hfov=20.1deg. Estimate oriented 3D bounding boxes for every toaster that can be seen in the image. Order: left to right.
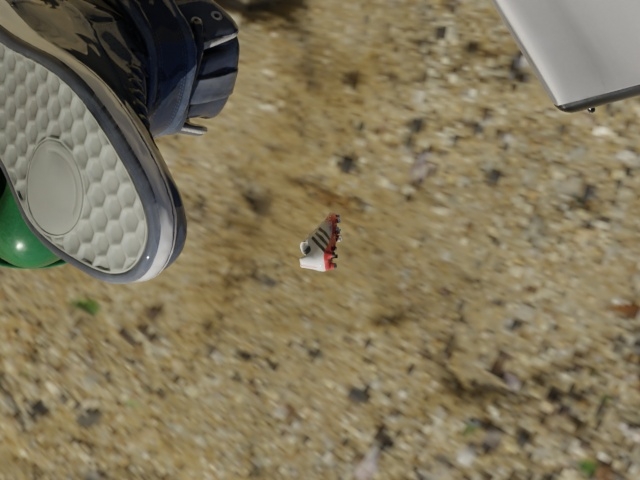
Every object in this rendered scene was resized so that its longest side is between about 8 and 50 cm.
[{"bbox_3d":[0.200,-0.165,1.038,0.168,0.185,0.110,-46,110,-31],"label":"toaster"}]

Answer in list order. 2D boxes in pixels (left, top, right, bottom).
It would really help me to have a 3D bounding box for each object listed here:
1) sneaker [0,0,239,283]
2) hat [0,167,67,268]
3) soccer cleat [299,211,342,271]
[{"bbox_3d":[-0.087,-0.063,0.898,0.163,0.226,0.086,-2,127,-41],"label":"sneaker"},{"bbox_3d":[-0.201,-0.014,1.293,0.173,0.183,0.208,25,106,-23],"label":"hat"},{"bbox_3d":[0.000,0.000,1.653,0.035,0.083,0.029,0,125,7],"label":"soccer cleat"}]
